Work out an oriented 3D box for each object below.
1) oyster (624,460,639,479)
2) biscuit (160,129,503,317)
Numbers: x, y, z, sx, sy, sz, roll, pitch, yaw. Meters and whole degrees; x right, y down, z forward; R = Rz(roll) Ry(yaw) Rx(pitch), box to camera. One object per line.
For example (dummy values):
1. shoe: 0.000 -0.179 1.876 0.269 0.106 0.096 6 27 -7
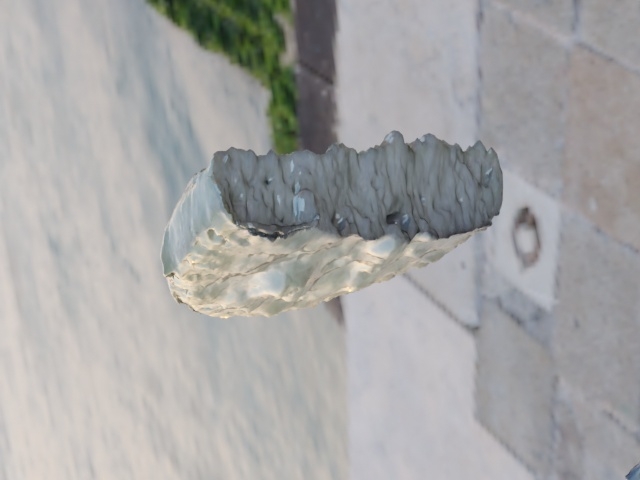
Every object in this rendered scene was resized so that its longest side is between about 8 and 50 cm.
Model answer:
1. oyster: 0.157 0.148 0.641 0.108 0.053 0.165 35 129 1
2. biscuit: 0.000 0.000 1.072 0.179 0.281 0.084 -43 63 44
